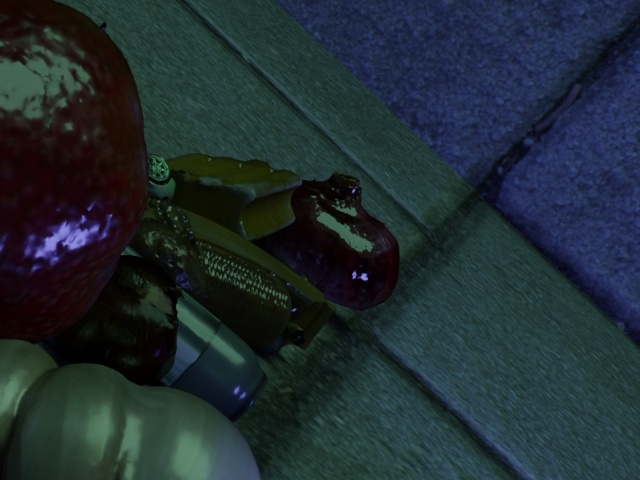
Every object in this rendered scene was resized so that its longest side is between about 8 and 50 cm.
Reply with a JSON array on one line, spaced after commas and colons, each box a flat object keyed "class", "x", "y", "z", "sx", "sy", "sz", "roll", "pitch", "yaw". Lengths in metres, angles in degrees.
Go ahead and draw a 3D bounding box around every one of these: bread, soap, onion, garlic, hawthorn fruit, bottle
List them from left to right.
[{"class": "hawthorn fruit", "x": -0.297, "y": -0.048, "z": 1.398, "sx": 0.369, "sy": 0.284, "sz": 0.284, "roll": -14, "pitch": 55, "yaw": -47}, {"class": "garlic", "x": -0.146, "y": 0.175, "z": 1.272, "sx": 0.281, "sy": 0.185, "sz": 0.203, "roll": 38, "pitch": 30, "yaw": -21}, {"class": "onion", "x": -0.175, "y": 0.067, "z": 1.666, "sx": 0.119, "sy": 0.118, "sz": 0.117, "roll": 36, "pitch": 27, "yaw": -27}, {"class": "bottle", "x": -0.163, "y": 0.068, "z": 1.773, "sx": 0.254, "sy": 0.079, "sz": 0.096, "roll": 40, "pitch": -24, "yaw": -8}, {"class": "bread", "x": -0.150, "y": 0.022, "z": 1.825, "sx": 0.113, "sy": 0.082, "sz": 0.060, "roll": 54, "pitch": 45, "yaw": -24}, {"class": "soap", "x": -0.114, "y": -0.048, "z": 2.148, "sx": 0.140, "sy": 0.073, "sz": 0.232, "roll": 9, "pitch": 8, "yaw": 11}, {"class": "onion", "x": 0.000, "y": 0.000, "z": 2.309, "sx": 0.206, "sy": 0.151, "sz": 0.098, "roll": 28, "pitch": 27, "yaw": 7}]

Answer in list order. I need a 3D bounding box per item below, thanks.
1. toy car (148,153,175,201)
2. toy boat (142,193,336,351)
[{"class": "toy car", "x": -0.252, "y": -0.089, "z": 1.964, "sx": 0.224, "sy": 0.090, "sz": 0.076, "roll": 41, "pitch": 40, "yaw": -12}, {"class": "toy boat", "x": -0.101, "y": 0.046, "z": 1.971, "sx": 0.310, "sy": 0.089, "sz": 0.115, "roll": 30, "pitch": 16, "yaw": -41}]
